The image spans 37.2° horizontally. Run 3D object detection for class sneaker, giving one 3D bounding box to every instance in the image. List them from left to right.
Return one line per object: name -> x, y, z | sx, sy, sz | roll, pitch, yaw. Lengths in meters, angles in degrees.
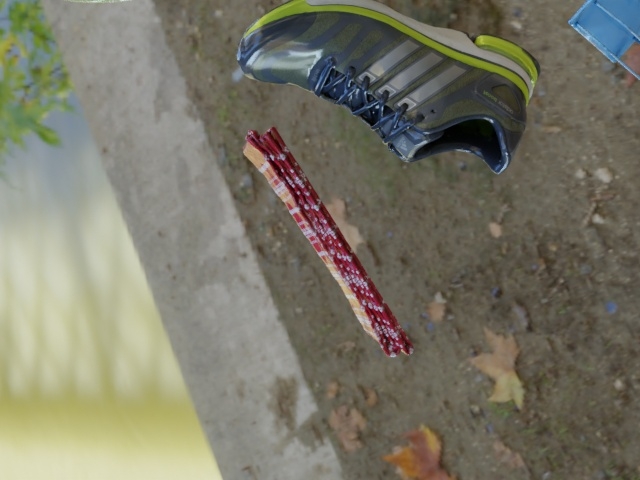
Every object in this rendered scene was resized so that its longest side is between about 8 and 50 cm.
sneaker -> 0.067, -0.144, 0.901 | 0.111, 0.300, 0.121 | 115, 162, -62

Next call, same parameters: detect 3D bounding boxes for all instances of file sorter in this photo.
file sorter -> 0.477, -0.334, 1.380 | 0.170, 0.118, 0.104 | -50, 38, 18

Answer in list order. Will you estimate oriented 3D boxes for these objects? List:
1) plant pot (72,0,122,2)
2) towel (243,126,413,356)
plant pot -> -0.137, -0.328, 0.672 | 0.276, 0.254, 0.276 | 2, 113, 4
towel -> 0.000, 0.000, 1.025 | 0.275, 0.031, 0.199 | 57, 176, -5
